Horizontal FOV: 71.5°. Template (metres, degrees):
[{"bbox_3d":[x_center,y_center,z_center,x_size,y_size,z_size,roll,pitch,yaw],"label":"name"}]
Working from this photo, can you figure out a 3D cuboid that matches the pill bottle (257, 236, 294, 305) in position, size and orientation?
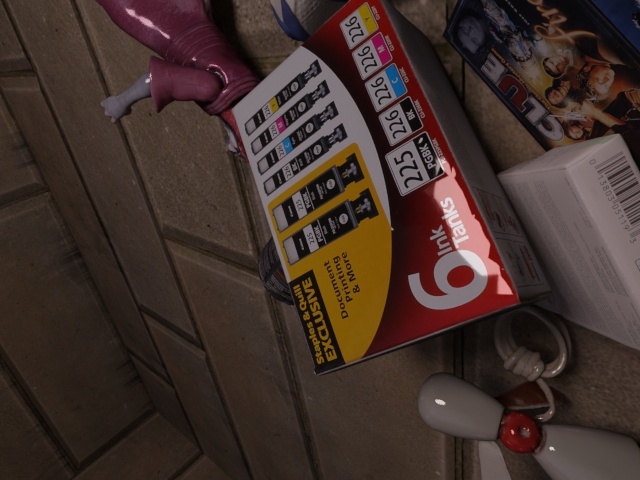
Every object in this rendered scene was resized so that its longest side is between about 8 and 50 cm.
[{"bbox_3d":[0.000,0.000,0.682,0.130,0.130,0.245,50,142,6],"label":"pill bottle"}]

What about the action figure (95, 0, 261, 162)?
[{"bbox_3d":[-0.165,-0.274,0.653,0.276,0.248,0.370,-43,81,25],"label":"action figure"}]

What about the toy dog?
[{"bbox_3d":[0.297,0.256,0.539,0.334,0.220,0.161,43,173,27],"label":"toy dog"}]

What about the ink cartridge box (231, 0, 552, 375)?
[{"bbox_3d":[0.032,-0.035,0.472,0.272,0.130,0.309,-31,70,32],"label":"ink cartridge box"}]

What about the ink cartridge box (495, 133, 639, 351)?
[{"bbox_3d":[0.242,0.001,0.444,0.181,0.056,0.224,59,-178,-5],"label":"ink cartridge box"}]

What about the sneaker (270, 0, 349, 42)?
[{"bbox_3d":[0.048,-0.296,0.427,0.131,0.112,0.296,49,143,7],"label":"sneaker"}]

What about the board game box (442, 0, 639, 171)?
[{"bbox_3d":[0.210,-0.130,0.357,0.243,0.042,0.165,50,180,5],"label":"board game box"}]
